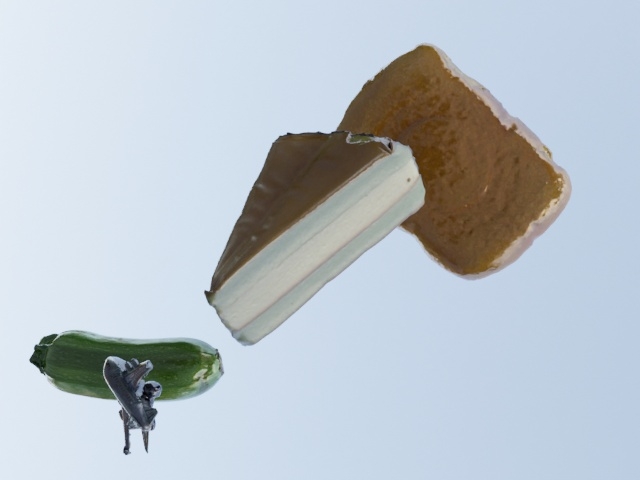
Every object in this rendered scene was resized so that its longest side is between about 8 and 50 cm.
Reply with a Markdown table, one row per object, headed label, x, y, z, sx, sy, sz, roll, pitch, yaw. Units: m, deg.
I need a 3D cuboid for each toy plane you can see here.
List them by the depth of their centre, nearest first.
| label | x | y | z | sx | sy | sz | roll | pitch | yaw |
| --- | --- | --- | --- | --- | --- | --- | --- | --- | --- |
| toy plane | -0.134 | 0.110 | 0.622 | 0.083 | 0.031 | 0.079 | 50 | -52 | 49 |

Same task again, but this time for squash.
| label | x | y | z | sx | sy | sz | roll | pitch | yaw |
| --- | --- | --- | --- | --- | --- | --- | --- | --- | --- |
| squash | -0.214 | 0.138 | 0.957 | 0.219 | 0.068 | 0.077 | 5 | -103 | 9 |

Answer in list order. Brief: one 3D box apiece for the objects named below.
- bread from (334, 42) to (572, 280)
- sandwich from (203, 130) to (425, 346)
| label | x | y | z | sx | sy | sz | roll | pitch | yaw |
| --- | --- | --- | --- | --- | --- | --- | --- | --- | --- |
| bread | 0.139 | -0.083 | 0.935 | 0.245 | 0.121 | 0.174 | 47 | -66 | 5 |
| sandwich | 0.000 | 0.000 | 0.659 | 0.113 | 0.079 | 0.163 | 2 | -129 | 28 |
